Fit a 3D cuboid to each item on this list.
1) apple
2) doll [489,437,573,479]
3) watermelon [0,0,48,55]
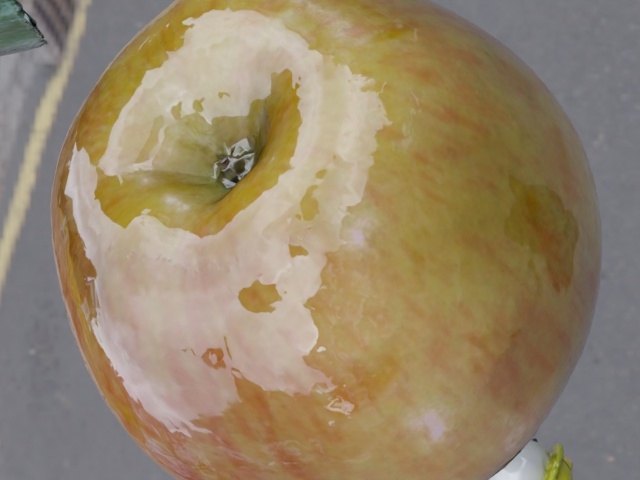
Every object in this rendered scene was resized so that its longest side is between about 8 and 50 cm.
[{"bbox_3d":[0.000,0.000,1.043,0.391,0.346,0.391,-13,55,19],"label":"apple"},{"bbox_3d":[0.131,0.183,1.311,0.207,0.081,0.129,19,150,18],"label":"doll"},{"bbox_3d":[-0.331,-0.223,1.040,0.302,0.151,0.264,57,175,2],"label":"watermelon"}]
